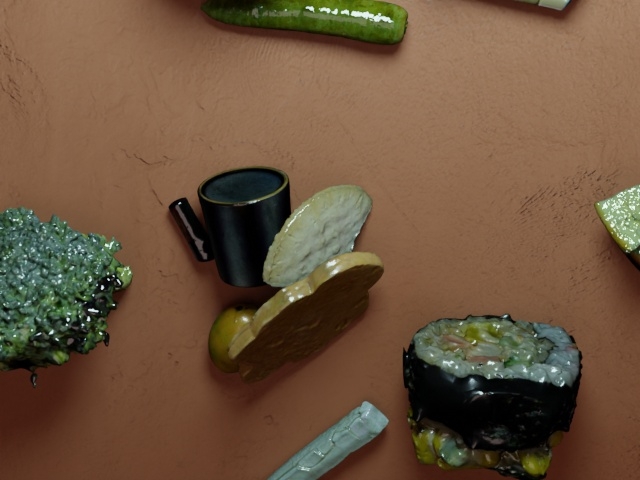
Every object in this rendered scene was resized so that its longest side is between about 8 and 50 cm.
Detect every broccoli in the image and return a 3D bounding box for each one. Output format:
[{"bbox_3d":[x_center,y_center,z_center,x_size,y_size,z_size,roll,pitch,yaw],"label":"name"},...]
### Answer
[{"bbox_3d":[-0.540,0.115,1.842,0.348,0.293,0.281,14,151,9],"label":"broccoli"}]

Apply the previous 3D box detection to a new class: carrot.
[{"bbox_3d":[-0.029,-0.388,1.702,0.358,0.074,0.074,7,112,4],"label":"carrot"}]

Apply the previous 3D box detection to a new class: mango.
[{"bbox_3d":[-0.165,0.192,1.933,0.111,0.089,0.163,35,116,-16],"label":"mango"}]

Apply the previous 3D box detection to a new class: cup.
[{"bbox_3d":[-0.151,-0.035,1.834,0.166,0.239,0.177,-26,123,-31],"label":"cup"}]

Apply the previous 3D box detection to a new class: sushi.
[{"bbox_3d":[0.315,0.313,1.834,0.328,0.328,0.285,3,107,-3],"label":"sushi"}]

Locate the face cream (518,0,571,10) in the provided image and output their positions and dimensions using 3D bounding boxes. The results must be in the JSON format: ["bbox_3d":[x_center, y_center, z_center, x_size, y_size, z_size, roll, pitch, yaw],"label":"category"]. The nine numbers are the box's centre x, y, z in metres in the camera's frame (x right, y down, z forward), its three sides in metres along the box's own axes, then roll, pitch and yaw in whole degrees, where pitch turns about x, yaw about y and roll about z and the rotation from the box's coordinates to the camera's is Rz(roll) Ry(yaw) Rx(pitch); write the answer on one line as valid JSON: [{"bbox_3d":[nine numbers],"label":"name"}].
[{"bbox_3d":[0.311,-0.474,1.642,0.285,0.067,0.139,12,103,-2],"label":"face cream"}]

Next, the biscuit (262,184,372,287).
[{"bbox_3d":[0.000,0.000,1.799,0.265,0.040,0.188,-42,136,-19],"label":"biscuit"}]

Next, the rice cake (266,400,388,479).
[{"bbox_3d":[0.000,0.447,2.043,0.336,0.063,0.066,-42,112,16],"label":"rice cake"}]

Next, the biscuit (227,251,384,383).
[{"bbox_3d":[-0.032,0.145,1.844,0.376,0.269,0.051,-46,60,26],"label":"biscuit"}]

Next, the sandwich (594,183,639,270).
[{"bbox_3d":[0.597,-0.011,1.792,0.122,0.128,0.236,-31,150,15],"label":"sandwich"}]
